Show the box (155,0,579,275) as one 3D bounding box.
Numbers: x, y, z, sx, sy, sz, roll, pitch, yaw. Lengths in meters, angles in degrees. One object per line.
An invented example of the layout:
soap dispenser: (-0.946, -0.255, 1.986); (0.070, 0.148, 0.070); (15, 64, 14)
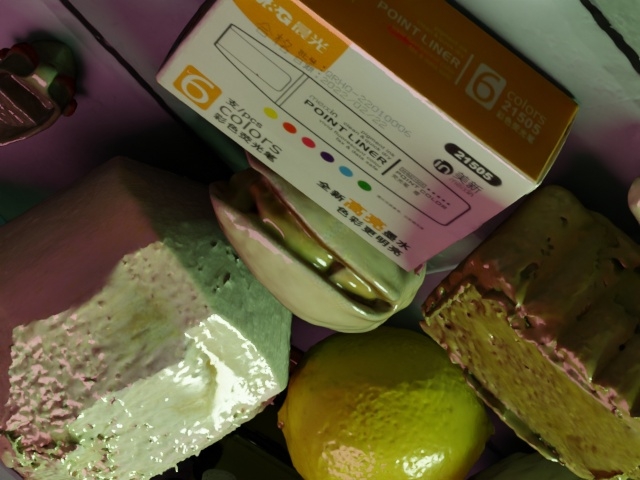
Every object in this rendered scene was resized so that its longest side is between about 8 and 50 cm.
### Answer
box: (0.028, -0.113, 1.360); (0.274, 0.091, 0.221); (36, 150, -6)

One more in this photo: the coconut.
coconut: (-0.165, 0.075, 1.636); (0.297, 0.309, 0.297); (58, -175, -8)

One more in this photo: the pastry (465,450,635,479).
pastry: (0.236, 0.393, 1.684); (0.388, 0.312, 0.388); (27, 148, 19)

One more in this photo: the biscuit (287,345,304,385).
biscuit: (-0.070, 0.106, 1.854); (0.119, 0.019, 0.130); (-1, 135, 45)

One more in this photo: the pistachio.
pistachio: (0.000, 0.000, 1.511); (0.223, 0.126, 0.152); (34, -164, -37)

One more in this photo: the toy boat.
toy boat: (-0.268, -0.137, 1.636); (0.089, 0.071, 0.185); (40, 149, -11)

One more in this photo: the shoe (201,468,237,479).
shoe: (-0.149, 0.309, 1.757); (0.198, 0.171, 0.351); (-17, 157, 36)

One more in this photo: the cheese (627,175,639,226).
cheese: (0.289, 0.021, 1.354); (0.065, 0.043, 0.194); (9, 144, 45)

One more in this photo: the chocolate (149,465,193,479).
chocolate: (-0.138, 0.374, 2.095); (0.303, 0.303, 0.213); (28, 130, 10)

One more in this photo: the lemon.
lemon: (0.061, 0.167, 1.661); (0.203, 0.178, 0.178); (4, 146, 1)

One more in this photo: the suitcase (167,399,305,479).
suitcase: (-0.041, 0.267, 1.938); (0.235, 0.143, 0.194); (31, 150, 7)

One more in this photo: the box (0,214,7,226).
box: (-0.354, 0.058, 1.866); (0.142, 0.083, 0.232); (53, -171, -32)

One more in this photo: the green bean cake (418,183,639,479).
green bean cake: (0.203, 0.079, 1.401); (0.224, 0.131, 0.229); (43, 163, 1)
